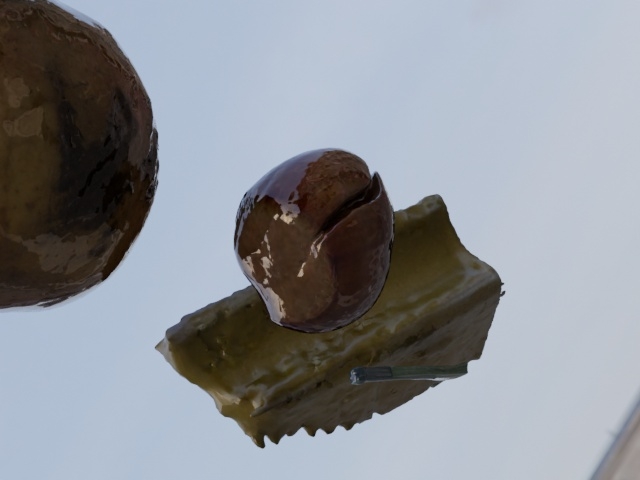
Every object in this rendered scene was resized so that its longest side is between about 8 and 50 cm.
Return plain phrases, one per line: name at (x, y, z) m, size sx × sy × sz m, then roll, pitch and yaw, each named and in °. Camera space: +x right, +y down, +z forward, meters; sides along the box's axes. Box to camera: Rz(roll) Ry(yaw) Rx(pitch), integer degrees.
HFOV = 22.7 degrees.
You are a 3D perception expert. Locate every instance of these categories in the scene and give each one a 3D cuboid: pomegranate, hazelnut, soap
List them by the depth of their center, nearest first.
pomegranate at (-0.288, -0.079, 1.285) m, size 0.322 × 0.322 × 0.322 m, roll -46°, pitch -25°, yaw -28°
hazelnut at (0.000, 0.000, 1.336) m, size 0.143 × 0.143 × 0.154 m, roll -31°, pitch -66°, yaw -49°
soap at (-0.003, 0.131, 1.676) m, size 0.338 × 0.169 × 0.304 m, roll -27°, pitch -25°, yaw -21°

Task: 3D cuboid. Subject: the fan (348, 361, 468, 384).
fan at (0.083, 0.129, 1.523) m, size 0.038 × 0.016 × 0.193 m, roll -25°, pitch -16°, yaw 31°
